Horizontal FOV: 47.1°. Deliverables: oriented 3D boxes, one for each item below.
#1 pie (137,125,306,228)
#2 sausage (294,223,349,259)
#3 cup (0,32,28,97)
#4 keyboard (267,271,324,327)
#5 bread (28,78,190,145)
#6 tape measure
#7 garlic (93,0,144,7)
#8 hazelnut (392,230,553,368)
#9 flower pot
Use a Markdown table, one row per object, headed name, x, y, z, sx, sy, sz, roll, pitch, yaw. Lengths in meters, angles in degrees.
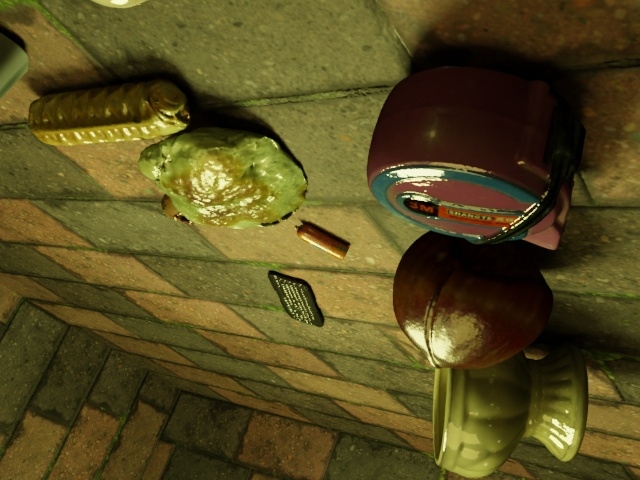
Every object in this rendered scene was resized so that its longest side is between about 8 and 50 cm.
| name | x | y | z | sx | sy | sz | roll | pitch | yaw |
| --- | --- | --- | --- | --- | --- | --- | --- | --- | --- |
| pie | -0.149 | -0.097 | 1.176 | 0.257 | 0.106 | 0.274 | 5 | 158 | 4 |
| sausage | 0.000 | 0.000 | 1.320 | 0.107 | 0.031 | 0.031 | 28 | 157 | -14 |
| cup | -0.521 | -0.251 | 1.119 | 0.095 | 0.129 | 0.128 | 36 | 158 | -15 |
| keyboard | -0.054 | 0.141 | 1.704 | 0.106 | 0.016 | 0.262 | 15 | 157 | 17 |
| bread | -0.337 | -0.195 | 1.139 | 0.367 | 0.077 | 0.084 | 2 | 154 | 38 |
| tape measure | 0.173 | -0.088 | 0.826 | 0.231 | 0.149 | 0.245 | 13 | 163 | 14 |
| garlic | -0.122 | -0.310 | 0.628 | 0.225 | 0.199 | 0.199 | -11 | 159 | -9 |
| hazelnut | 0.216 | 0.088 | 1.087 | 0.229 | 0.230 | 0.229 | 19 | 157 | 8 |
| flower pot | 0.336 | 0.286 | 1.338 | 0.244 | 0.308 | 0.307 | 5 | 155 | 6 |
